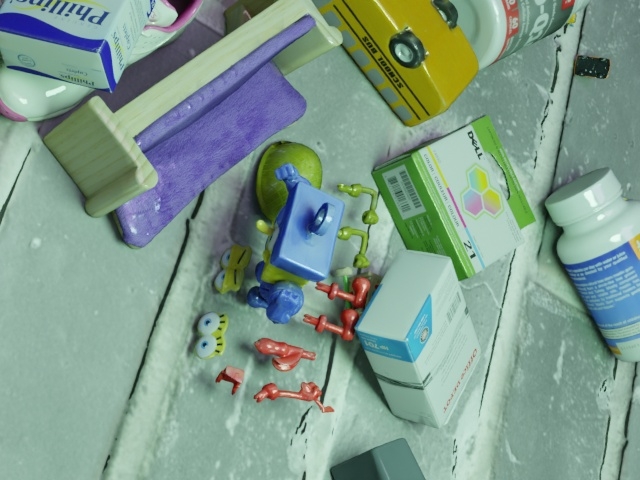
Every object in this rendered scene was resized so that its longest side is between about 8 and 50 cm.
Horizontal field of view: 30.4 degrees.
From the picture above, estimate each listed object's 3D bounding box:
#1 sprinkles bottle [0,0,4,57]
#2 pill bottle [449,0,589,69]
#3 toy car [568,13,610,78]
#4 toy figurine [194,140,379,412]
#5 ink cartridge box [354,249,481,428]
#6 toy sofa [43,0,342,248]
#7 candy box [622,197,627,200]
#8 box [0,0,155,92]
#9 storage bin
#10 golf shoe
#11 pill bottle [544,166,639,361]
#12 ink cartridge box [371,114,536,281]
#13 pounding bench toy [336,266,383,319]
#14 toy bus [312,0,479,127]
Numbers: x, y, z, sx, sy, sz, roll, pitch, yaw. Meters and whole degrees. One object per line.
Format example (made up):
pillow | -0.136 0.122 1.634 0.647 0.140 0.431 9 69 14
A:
sprinkles bottle | -0.373 -0.300 1.303 0.121 0.121 0.355 30 63 -25
pill bottle | 0.282 -0.365 1.750 0.283 0.161 0.161 -30 96 -39
toy car | 0.441 -0.319 1.922 0.040 0.060 0.122 -2 85 -68
toy figurine | 0.000 0.000 1.398 0.191 0.217 0.363 22 59 -9
ink cartridge box | 0.130 0.128 1.517 0.140 0.082 0.191 -58 144 -32
toy sofa | -0.133 -0.160 1.416 0.362 0.150 0.177 -42 102 -35
candy box | 0.546 0.000 1.926 0.205 0.027 0.105 15 72 -31
box | -0.263 -0.244 1.267 0.126 0.072 0.137 14 61 8
storage bin | 0.068 0.306 1.454 0.098 0.135 0.091 -13 74 -36
golf shoe | -0.251 -0.245 1.363 0.306 0.140 0.115 -43 105 -33
pill bottle | 0.452 0.033 1.774 0.152 0.152 0.272 -36 100 -36
ink cartridge box | 0.223 -0.071 1.675 0.255 0.097 0.189 -28 95 -36
pounding bench toy | 0.051 0.078 1.542 0.083 0.052 0.065 26 65 -27
toy bus | 0.080 -0.324 1.620 0.333 0.130 0.108 50 57 -14
